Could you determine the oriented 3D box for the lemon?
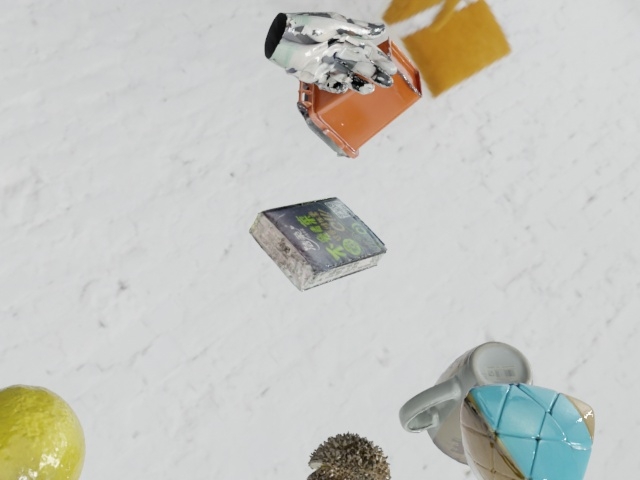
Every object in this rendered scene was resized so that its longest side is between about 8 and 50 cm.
[{"bbox_3d":[-0.411,0.289,1.084,0.180,0.181,0.193,-45,-155,35],"label":"lemon"}]

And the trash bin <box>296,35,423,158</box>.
[{"bbox_3d":[0.082,-0.313,1.689,0.239,0.184,0.161,-33,-145,29],"label":"trash bin"}]

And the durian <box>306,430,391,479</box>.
[{"bbox_3d":[0.044,0.302,1.080,0.110,0.140,0.071,-32,126,-46],"label":"durian"}]

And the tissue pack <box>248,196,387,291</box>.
[{"bbox_3d":[0.000,0.000,1.546,0.236,0.173,0.073,-16,145,-49],"label":"tissue pack"}]

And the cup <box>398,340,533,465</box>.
[{"bbox_3d":[0.323,0.345,1.758,0.301,0.227,0.257,-7,140,-12],"label":"cup"}]

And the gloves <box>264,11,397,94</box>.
[{"bbox_3d":[0.024,-0.307,1.302,0.111,0.212,0.127,30,-74,59],"label":"gloves"}]

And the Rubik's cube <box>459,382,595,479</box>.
[{"bbox_3d":[0.377,0.350,1.323,0.254,0.254,0.254,-40,173,-6],"label":"Rubik's cube"}]
